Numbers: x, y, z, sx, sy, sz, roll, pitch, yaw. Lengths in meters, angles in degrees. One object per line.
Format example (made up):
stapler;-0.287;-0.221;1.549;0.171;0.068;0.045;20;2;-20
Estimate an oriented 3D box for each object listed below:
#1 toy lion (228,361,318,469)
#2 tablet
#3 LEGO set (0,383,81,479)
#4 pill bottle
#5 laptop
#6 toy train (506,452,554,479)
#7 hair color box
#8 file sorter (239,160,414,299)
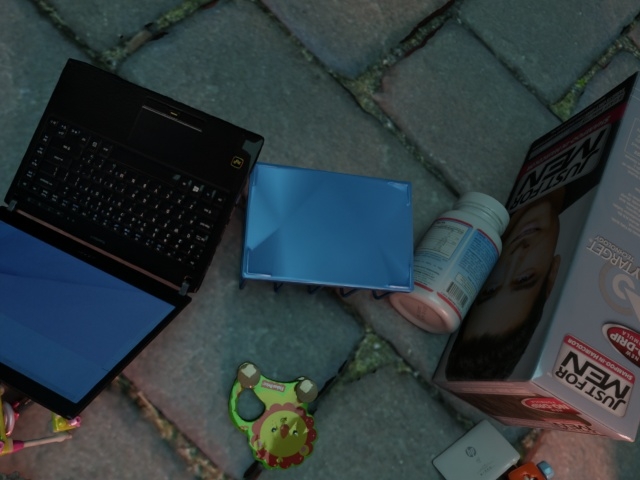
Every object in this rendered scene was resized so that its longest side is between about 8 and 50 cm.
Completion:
toy lion;-0.049;0.183;0.527;0.100;0.034;0.096;18;78;-9
tablet;0.172;0.242;0.565;0.083;0.006;0.054;-29;53;-20
LEGO set;-0.291;0.193;0.444;0.132;0.107;0.286;-3;78;21
pill bottle;0.154;0.023;0.592;0.087;0.087;0.160;38;69;-1
laptop;-0.219;-0.030;0.452;0.234;0.136;0.264;24;90;9
toy train;0.198;0.318;0.546;0.166;0.046;0.125;-29;57;-10
hair color box;0.281;0.016;0.574;0.114;0.185;0.374;31;69;-5
file sorter;0.000;0.000;0.550;0.171;0.104;0.118;6;72;-13
